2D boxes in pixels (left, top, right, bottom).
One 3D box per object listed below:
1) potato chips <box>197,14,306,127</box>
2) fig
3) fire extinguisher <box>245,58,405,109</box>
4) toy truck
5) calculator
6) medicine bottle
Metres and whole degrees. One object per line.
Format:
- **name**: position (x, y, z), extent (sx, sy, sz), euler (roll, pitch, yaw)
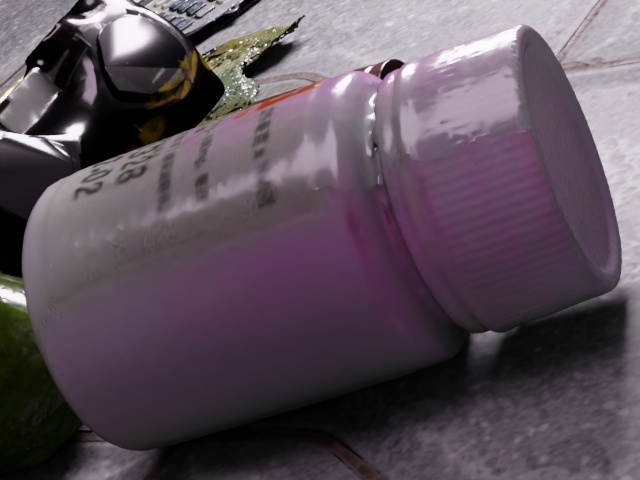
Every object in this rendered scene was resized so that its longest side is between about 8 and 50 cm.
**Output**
- **potato chips**: position (-0.107, -0.175, 1.966), extent (0.202, 0.029, 0.220), euler (-6, 34, 45)
- **fig**: position (-0.280, 0.140, 1.424), extent (0.203, 0.203, 0.235), euler (12, 86, 55)
- **fire extinguisher**: position (-0.034, -0.101, 1.664), extent (0.252, 0.075, 0.106), euler (-13, 1, 34)
- **toy truck**: position (-0.261, -0.065, 1.711), extent (0.254, 0.180, 0.405), euler (-42, 11, 41)
- **calculator**: position (-0.171, -0.301, 2.266), extent (0.177, 0.040, 0.268), euler (-37, 26, -18)
- **medicine bottle**: position (0.000, 0.000, 1.279), extent (0.388, 0.219, 0.219), euler (-20, 26, 21)
